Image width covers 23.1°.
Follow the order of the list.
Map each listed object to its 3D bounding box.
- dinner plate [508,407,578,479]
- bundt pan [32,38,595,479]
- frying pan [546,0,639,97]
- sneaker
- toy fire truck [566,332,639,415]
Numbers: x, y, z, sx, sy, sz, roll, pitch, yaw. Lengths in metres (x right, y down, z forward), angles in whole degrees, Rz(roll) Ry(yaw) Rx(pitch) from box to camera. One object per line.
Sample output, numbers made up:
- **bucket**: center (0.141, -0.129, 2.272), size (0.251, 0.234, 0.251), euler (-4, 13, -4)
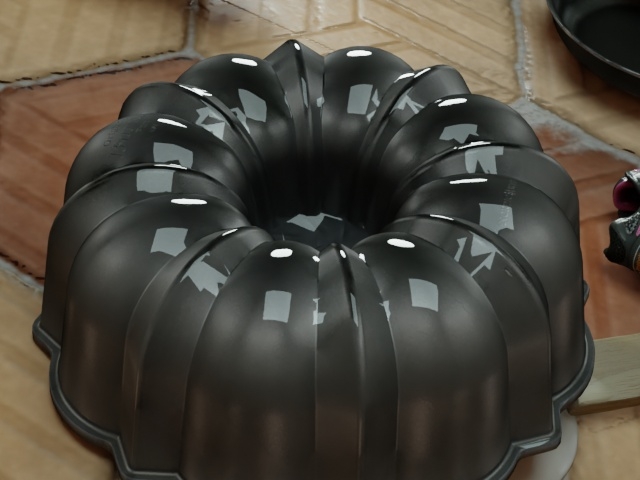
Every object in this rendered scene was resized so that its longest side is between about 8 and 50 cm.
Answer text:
- **dinner plate**: center (0.083, 0.096, 0.911), size (0.141, 0.017, 0.141), euler (6, 41, -5)
- **bundt pan**: center (0.000, 0.000, 0.884), size (0.331, 0.124, 0.331), euler (2, 42, -2)
- **frying pan**: center (0.210, -0.190, 1.227), size (0.326, 0.053, 0.197), euler (24, 41, 14)
- **sneaker**: center (0.239, -0.036, 1.057), size (0.077, 0.072, 0.178), euler (14, 35, 18)
- **toy fire truck**: center (0.281, 0.089, 0.896), size (0.158, 0.246, 0.217), euler (43, 27, -37)
